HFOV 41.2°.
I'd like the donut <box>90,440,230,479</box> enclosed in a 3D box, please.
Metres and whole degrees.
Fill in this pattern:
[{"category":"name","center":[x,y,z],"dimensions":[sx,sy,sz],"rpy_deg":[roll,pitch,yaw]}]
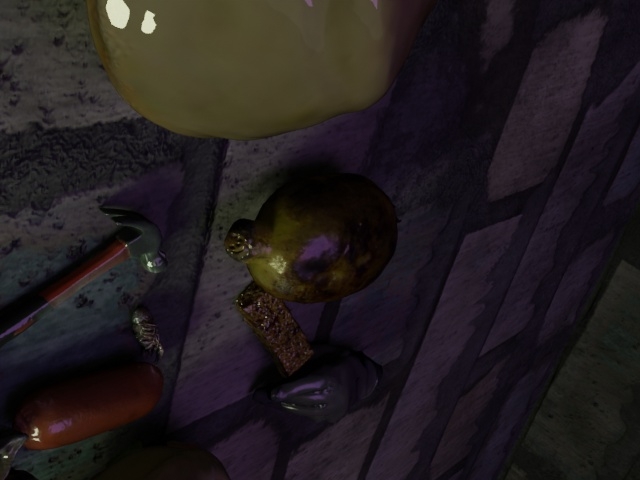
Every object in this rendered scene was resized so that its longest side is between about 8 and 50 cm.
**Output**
[{"category":"donut","center":[-0.230,0.420,1.135],"dimensions":[0.371,0.150,0.307],"rpy_deg":[79,33,-51]}]

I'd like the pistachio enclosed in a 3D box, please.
[{"category":"pistachio","center":[-0.017,-0.276,0.646],"dimensions":[0.365,0.281,0.445],"rpy_deg":[-14,136,-54]}]

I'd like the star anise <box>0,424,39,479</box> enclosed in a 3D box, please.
[{"category":"star anise","center":[-0.403,0.282,0.858],"dimensions":[0.236,0.109,0.223],"rpy_deg":[28,75,-46]}]

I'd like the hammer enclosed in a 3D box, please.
[{"category":"hammer","center":[-0.283,0.065,0.872],"dimensions":[0.288,0.033,0.111],"rpy_deg":[-38,148,-25]}]

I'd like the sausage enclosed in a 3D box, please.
[{"category":"sausage","center":[-0.265,0.189,0.989],"dimensions":[0.194,0.077,0.077],"rpy_deg":[-10,129,-47]}]

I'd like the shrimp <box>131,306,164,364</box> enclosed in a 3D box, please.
[{"category":"shrimp","center":[-0.206,0.119,1.030],"dimensions":[0.029,0.038,0.092],"rpy_deg":[-36,146,-26]}]

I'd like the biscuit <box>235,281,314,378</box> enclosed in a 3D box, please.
[{"category":"biscuit","center":[-0.063,0.127,1.224],"dimensions":[0.064,0.034,0.199],"rpy_deg":[-45,142,-17]}]

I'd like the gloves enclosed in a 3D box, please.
[{"category":"gloves","center":[0.008,0.225,1.397],"dimensions":[0.286,0.119,0.142],"rpy_deg":[-5,94,-49]}]

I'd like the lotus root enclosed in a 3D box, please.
[{"category":"lotus root","center":[0.000,0.000,1.095],"dimensions":[0.314,0.141,0.169],"rpy_deg":[-11,126,-48]}]
